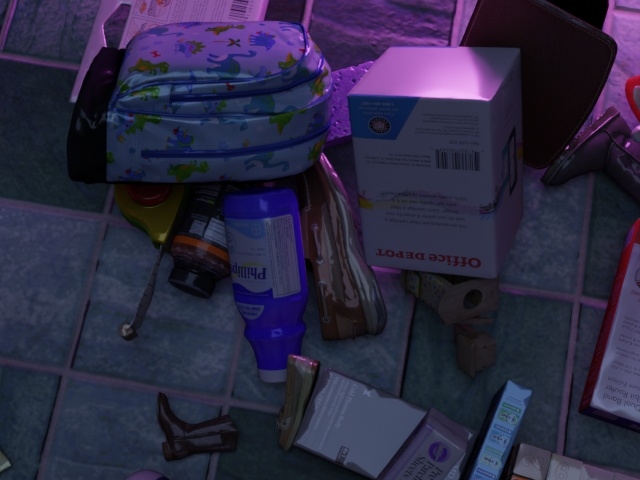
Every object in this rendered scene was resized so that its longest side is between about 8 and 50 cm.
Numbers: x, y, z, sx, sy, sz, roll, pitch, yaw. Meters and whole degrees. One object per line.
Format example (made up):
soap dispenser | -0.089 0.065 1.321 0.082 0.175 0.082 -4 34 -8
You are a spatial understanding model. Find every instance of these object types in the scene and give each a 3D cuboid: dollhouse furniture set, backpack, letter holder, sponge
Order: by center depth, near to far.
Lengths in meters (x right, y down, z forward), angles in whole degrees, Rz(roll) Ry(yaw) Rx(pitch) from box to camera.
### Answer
backpack | -0.157 -0.195 1.484 0.355 0.290 0.273 14 115 -8
letter holder | 0.328 -0.275 1.523 0.214 0.302 0.152 33 59 10
dollhouse furniture set | 0.170 0.096 1.537 0.101 0.161 0.182 -15 28 -23
sponge | 0.035 -0.217 1.669 0.210 0.031 0.117 -16 74 -3

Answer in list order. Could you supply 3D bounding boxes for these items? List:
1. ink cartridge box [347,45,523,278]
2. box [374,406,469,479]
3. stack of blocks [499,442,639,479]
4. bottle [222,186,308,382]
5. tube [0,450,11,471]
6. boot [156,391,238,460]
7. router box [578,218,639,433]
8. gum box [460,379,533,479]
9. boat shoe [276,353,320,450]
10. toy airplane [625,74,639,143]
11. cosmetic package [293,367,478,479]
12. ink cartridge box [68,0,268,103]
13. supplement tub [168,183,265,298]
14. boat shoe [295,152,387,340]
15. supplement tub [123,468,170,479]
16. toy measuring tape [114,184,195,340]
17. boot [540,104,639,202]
ink cartridge box | 0.172 -0.114 1.462 0.198 0.270 0.197 6 32 21
box | 0.082 0.371 1.396 0.067 0.063 0.324 36 108 3
stack of blocks | 0.393 0.370 1.414 0.297 0.171 0.087 17 75 6
bottle | -0.075 0.064 1.511 0.092 0.118 0.283 -14 103 -39
tube | -0.555 0.255 1.533 0.070 0.062 0.240 -38 78 33
boot | -0.181 0.268 1.528 0.114 0.037 0.106 -11 87 1
router box | 0.586 0.162 1.516 0.335 0.082 0.301 17 75 6
gum box | 0.237 0.297 1.446 0.041 0.157 0.184 22 76 8
boat shoe | -0.041 0.235 1.496 0.048 0.056 0.153 19 117 6
toy airplane | 0.630 -0.158 1.469 0.386 0.384 0.272 17 99 10
cosmetic package | 0.095 0.287 1.481 0.238 0.107 0.127 20 77 11
ink cartridge box | -0.240 -0.318 1.688 0.261 0.066 0.296 12 74 4
supplement tub | -0.164 -0.014 1.576 0.106 0.106 0.198 20 76 7
boat shoe | 0.000 0.000 1.562 0.116 0.123 0.324 -19 72 -2
supplement tub | -0.176 0.480 1.366 0.316 0.228 0.228 34 77 10
toy measuring tape | -0.279 -0.016 1.577 0.121 0.121 0.330 17 74 6
boot | 0.476 -0.090 1.607 0.189 0.076 0.208 -42 83 -8
